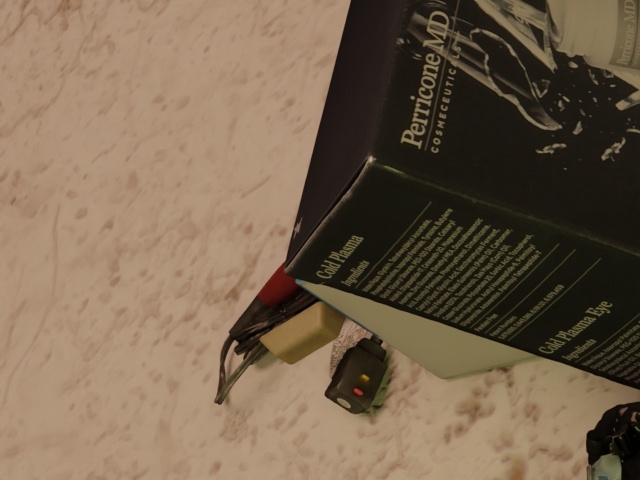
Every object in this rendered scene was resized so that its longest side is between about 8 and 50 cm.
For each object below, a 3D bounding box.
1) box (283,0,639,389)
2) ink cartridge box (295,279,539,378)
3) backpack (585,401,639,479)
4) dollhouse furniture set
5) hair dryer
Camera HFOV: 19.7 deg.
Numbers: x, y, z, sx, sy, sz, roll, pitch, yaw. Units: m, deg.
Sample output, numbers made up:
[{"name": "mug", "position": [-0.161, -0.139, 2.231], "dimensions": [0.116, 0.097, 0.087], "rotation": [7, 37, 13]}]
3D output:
[{"name": "box", "position": [0.178, -0.107, 1.166], "dimensions": [0.179, 0.313, 0.343], "rotation": [125, 160, -62]}, {"name": "ink cartridge box", "position": [0.115, -0.048, 1.351], "dimensions": [0.168, 0.171, 0.232], "rotation": [-18, 50, 42]}, {"name": "backpack", "position": [0.221, 0.196, 1.064], "dimensions": [0.152, 0.115, 0.182], "rotation": [6, 60, 2]}, {"name": "dollhouse furniture set", "position": [-0.011, 0.031, 1.417], "dimensions": [0.114, 0.091, 0.081], "rotation": [-32, 45, 25]}, {"name": "hair dryer", "position": [0.000, 0.000, 1.528], "dimensions": [0.224, 0.080, 0.293], "rotation": [2, 64, 50]}]
